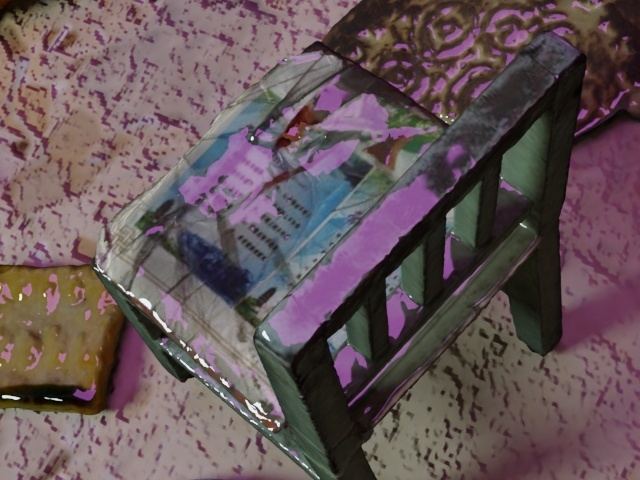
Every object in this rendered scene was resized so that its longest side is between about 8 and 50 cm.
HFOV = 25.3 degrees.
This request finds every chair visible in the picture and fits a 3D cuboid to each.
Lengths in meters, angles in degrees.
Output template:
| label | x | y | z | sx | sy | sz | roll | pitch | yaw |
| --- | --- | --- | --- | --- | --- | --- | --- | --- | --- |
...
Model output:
| label | x | y | z | sx | sy | sz | roll | pitch | yaw |
| --- | --- | --- | --- | --- | --- | --- | --- | --- | --- |
| chair | 0.000 | 0.000 | 0.544 | 0.147 | 0.270 | 0.136 | 39 | 78 | 22 |

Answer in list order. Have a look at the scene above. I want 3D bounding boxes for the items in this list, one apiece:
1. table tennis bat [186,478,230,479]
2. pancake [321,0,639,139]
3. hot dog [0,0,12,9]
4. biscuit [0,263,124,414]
| label | x | y | z | sx | sy | sz | roll | pitch | yaw |
| --- | --- | --- | --- | --- | --- | --- | --- | --- | --- |
| table tennis bat | -0.023 | 0.192 | 0.591 | 0.244 | 0.040 | 0.153 | 25 | 70 | 32 |
| pancake | 0.082 | -0.075 | 0.719 | 0.190 | 0.020 | 0.184 | 17 | 67 | 25 |
| hot dog | -0.153 | -0.209 | 0.827 | 0.269 | 0.072 | 0.115 | -31 | 46 | 4 |
| biscuit | -0.138 | 0.048 | 0.713 | 0.083 | 0.018 | 0.081 | 0 | 61 | 16 |
